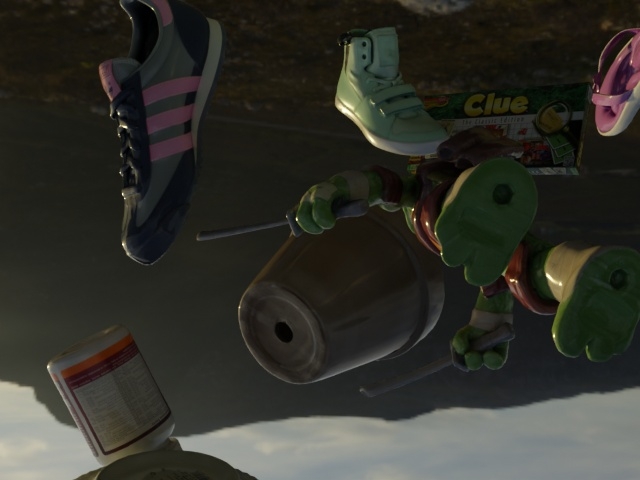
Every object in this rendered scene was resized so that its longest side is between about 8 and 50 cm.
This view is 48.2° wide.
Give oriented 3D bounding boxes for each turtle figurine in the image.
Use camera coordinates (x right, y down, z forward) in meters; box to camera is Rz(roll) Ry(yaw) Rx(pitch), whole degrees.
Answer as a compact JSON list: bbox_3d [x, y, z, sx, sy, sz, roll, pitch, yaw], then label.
[{"bbox_3d":[0.077,0.033,0.521,0.274,0.198,0.266,-24,-172,-9],"label":"turtle figurine"}]

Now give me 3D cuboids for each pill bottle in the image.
[{"bbox_3d":[-0.282,0.241,1.013,0.121,0.221,0.121,-25,-173,3],"label":"pill bottle"}]

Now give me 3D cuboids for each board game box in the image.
[{"bbox_3d":[0.260,-0.161,1.059,0.259,0.136,0.030,2,157,36],"label":"board game box"}]

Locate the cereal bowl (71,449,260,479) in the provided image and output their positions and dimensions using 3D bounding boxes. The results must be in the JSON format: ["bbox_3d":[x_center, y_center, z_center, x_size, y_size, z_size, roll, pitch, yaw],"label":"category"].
[{"bbox_3d":[-0.178,0.335,0.812,0.339,0.141,0.339,3,-174,0],"label":"cereal bowl"}]

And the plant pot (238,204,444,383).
[{"bbox_3d":[0.016,0.109,1.270,0.323,0.323,0.280,-3,-162,38],"label":"plant pot"}]

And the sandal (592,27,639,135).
[{"bbox_3d":[0.605,-0.345,1.444,0.102,0.169,0.416,7,165,6],"label":"sandal"}]

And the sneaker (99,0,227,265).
[{"bbox_3d":[-0.205,-0.135,0.818,0.131,0.319,0.112,22,157,-39],"label":"sneaker"}]

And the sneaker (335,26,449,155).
[{"bbox_3d":[0.103,-0.232,1.072,0.094,0.151,0.256,-17,-140,-27],"label":"sneaker"}]
